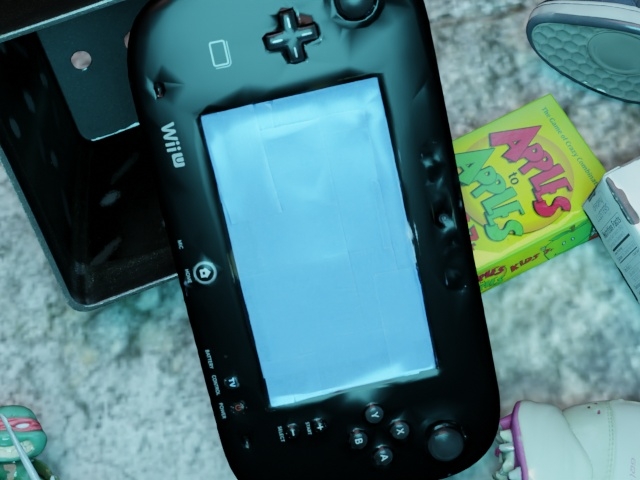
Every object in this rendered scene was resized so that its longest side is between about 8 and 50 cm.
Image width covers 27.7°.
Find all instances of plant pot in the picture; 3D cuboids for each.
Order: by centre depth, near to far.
[{"bbox_3d":[-0.110,-0.099,0.829,0.187,0.188,0.167,-21,34,-4],"label":"plant pot"}]

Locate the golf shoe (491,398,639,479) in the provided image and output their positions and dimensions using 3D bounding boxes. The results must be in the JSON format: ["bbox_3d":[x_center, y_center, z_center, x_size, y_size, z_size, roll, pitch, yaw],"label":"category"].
[{"bbox_3d":[0.182,0.221,0.682,0.140,0.115,0.306,-8,65,-3],"label":"golf shoe"}]

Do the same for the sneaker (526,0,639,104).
[{"bbox_3d":[0.263,-0.175,0.884,0.226,0.086,0.163,10,63,13],"label":"sneaker"}]

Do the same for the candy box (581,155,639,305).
[{"bbox_3d":[0.278,0.016,0.771,0.165,0.070,0.196,-27,77,-7],"label":"candy box"}]

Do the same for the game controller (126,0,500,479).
[{"bbox_3d":[0.000,0.000,0.739,0.167,0.067,0.319,-15,105,-9],"label":"game controller"}]

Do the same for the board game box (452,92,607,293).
[{"bbox_3d":[0.094,-0.014,0.846,0.181,0.043,0.092,-26,63,-7],"label":"board game box"}]

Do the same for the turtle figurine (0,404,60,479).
[{"bbox_3d":[-0.189,0.179,0.743,0.175,0.118,0.234,-5,78,21],"label":"turtle figurine"}]
